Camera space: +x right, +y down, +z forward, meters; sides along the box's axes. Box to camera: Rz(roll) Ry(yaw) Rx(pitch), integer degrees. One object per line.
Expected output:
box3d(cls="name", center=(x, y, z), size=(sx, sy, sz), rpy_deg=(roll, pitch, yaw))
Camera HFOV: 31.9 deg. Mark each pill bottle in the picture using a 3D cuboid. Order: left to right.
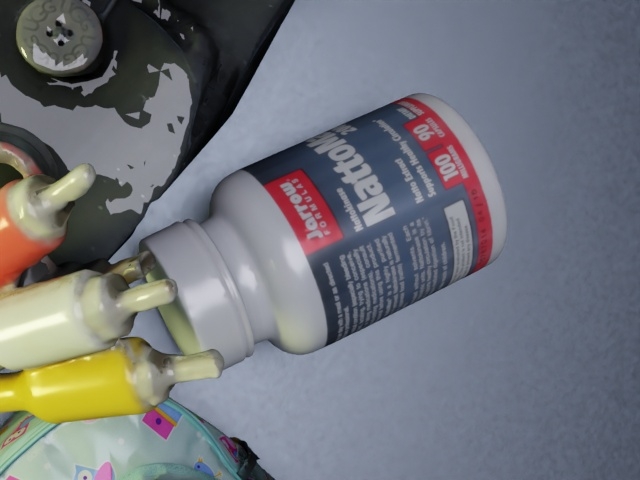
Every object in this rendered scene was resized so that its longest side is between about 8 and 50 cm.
box3d(cls="pill bottle", center=(0.000, 0.000, 0.611), size=(0.180, 0.108, 0.108), rpy_deg=(-26, 96, -17))

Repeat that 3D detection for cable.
box3d(cls="cable", center=(-0.187, 0.052, 0.493), size=(0.287, 0.072, 0.139), rpy_deg=(-27, 103, 16))

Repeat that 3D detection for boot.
box3d(cls="boot", center=(-0.275, -0.120, 0.523), size=(0.445, 0.146, 0.367), rpy_deg=(40, 79, -17))

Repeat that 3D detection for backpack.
box3d(cls="backpack", center=(-0.094, 0.163, 0.560), size=(0.166, 0.144, 0.188), rpy_deg=(-45, 98, -9))
